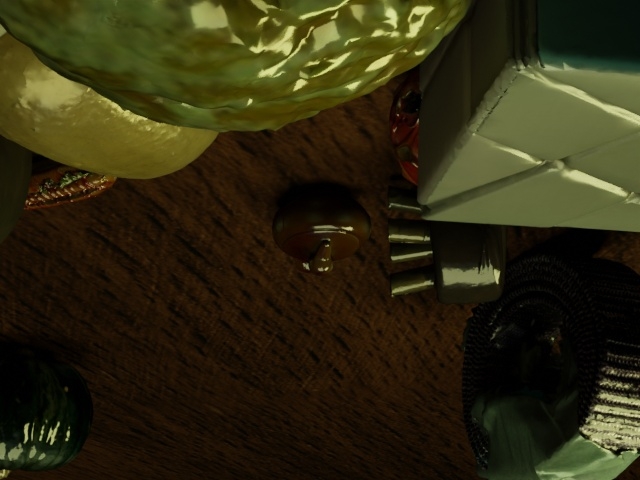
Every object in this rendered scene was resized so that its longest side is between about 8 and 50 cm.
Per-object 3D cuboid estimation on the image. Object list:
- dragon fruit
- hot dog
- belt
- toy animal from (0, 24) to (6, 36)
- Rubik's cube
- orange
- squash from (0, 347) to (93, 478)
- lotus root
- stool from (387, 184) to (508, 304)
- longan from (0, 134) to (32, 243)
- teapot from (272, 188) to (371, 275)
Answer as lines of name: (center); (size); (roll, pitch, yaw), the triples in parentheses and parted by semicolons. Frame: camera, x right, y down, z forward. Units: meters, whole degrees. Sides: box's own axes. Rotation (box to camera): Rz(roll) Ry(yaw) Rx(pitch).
dragon fruit: (0.112, -0.092, 1.159); (0.136, 0.133, 0.166); (-53, 142, 12)
hot dog: (-0.256, -0.052, 1.388); (0.144, 0.038, 0.062); (-11, 158, 30)
belt: (0.262, 0.145, 1.618); (0.122, 0.260, 0.325); (9, 169, -21)
toy animal: (-0.286, -0.180, 0.777); (0.247, 0.183, 0.310); (35, 154, 0)
Rubik's cube: (0.185, -0.144, 0.839); (0.231, 0.224, 0.221); (3, 160, -9)
orange: (-0.054, -0.160, 0.668); (0.271, 0.210, 0.368); (29, 177, 5)
squash: (-0.418, 0.233, 2.006); (0.218, 0.172, 0.218); (2, 160, 1)
lotus root: (-0.171, -0.119, 1.054); (0.146, 0.130, 0.303); (-11, 158, 26)
stool: (0.123, -0.016, 1.378); (0.121, 0.125, 0.217); (1, 152, 3)
longan: (-0.342, -0.065, 1.109); (0.246, 0.215, 0.246); (39, -179, -1)
teapot: (0.000, 0.000, 1.479); (0.098, 0.078, 0.129); (4, 161, -11)
